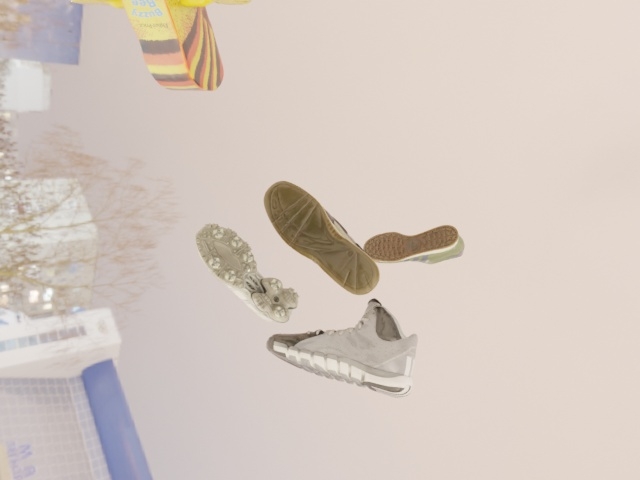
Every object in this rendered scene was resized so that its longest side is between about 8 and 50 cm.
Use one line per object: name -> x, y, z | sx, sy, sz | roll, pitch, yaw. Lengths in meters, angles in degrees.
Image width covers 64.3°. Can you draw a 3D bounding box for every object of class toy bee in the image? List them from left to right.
toy bee -> -0.189, -0.282, 0.531 | 0.196, 0.162, 0.298 | -13, -58, 26

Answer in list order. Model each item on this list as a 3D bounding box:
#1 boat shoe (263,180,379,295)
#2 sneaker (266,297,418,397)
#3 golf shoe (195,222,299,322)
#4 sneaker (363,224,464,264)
boat shoe -> 0.001, 0.000, 0.789 | 0.223, 0.073, 0.080 | 43, -91, 12
sneaker -> 0.039, 0.145, 0.776 | 0.229, 0.086, 0.132 | 13, -111, 17
golf shoe -> -0.115, 0.055, 0.722 | 0.176, 0.069, 0.086 | 47, -30, -2
sneaker -> 0.186, 0.022, 0.988 | 0.192, 0.086, 0.064 | -10, -118, 31
